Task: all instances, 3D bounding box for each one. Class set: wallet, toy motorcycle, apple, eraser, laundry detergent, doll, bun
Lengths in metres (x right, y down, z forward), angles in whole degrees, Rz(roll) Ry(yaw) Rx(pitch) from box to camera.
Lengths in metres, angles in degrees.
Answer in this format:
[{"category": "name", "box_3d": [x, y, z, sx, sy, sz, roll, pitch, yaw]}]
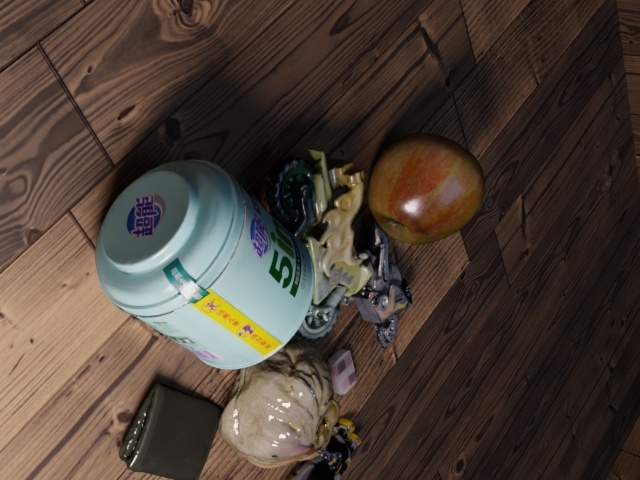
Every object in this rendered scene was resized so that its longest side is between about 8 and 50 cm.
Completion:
[{"category": "wallet", "box_3d": [-0.284, 0.381, 1.706, 0.245, 0.052, 0.168, 42, 65, -56]}, {"category": "toy motorcycle", "box_3d": [0.000, 0.000, 1.814, 0.237, 0.169, 0.410, -36, 128, -39]}, {"category": "apple", "box_3d": [0.237, -0.113, 1.990, 0.233, 0.257, 0.256, -57, 138, -23]}, {"category": "toy motorcycle", "box_3d": [0.140, 0.111, 2.077, 0.173, 0.108, 0.307, -55, 137, -35]}, {"category": "eraser", "box_3d": [0.051, 0.314, 2.096, 0.065, 0.026, 0.105, -41, 131, -37]}, {"category": "laundry detergent", "box_3d": [-0.204, 0.034, 1.487, 0.305, 0.287, 0.287, 45, 68, -48]}, {"category": "doll", "box_3d": [-0.003, 0.553, 2.055, 0.316, 0.103, 0.145, -49, 151, -39]}, {"category": "bun", "box_3d": [-0.070, 0.353, 1.801, 0.282, 0.205, 0.281, -29, 133, -36]}]
